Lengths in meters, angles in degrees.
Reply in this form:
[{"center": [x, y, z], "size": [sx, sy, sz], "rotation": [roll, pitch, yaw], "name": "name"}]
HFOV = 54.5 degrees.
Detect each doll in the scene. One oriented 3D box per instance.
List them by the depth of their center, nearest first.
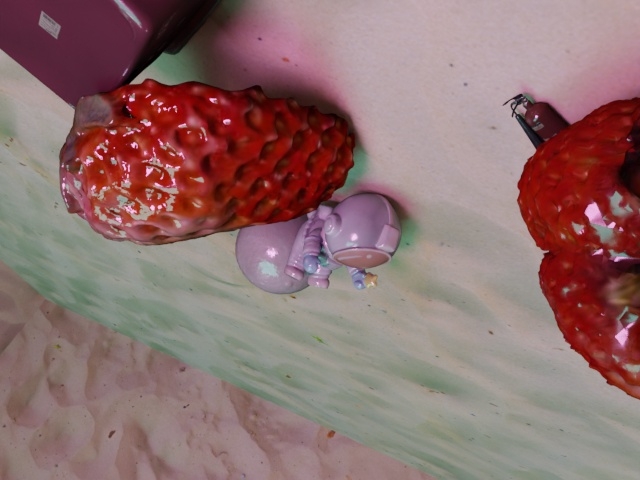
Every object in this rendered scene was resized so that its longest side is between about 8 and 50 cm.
[{"center": [0.000, 0.000, 0.892], "size": [0.287, 0.151, 0.151], "rotation": [-11, 132, 45], "name": "doll"}]

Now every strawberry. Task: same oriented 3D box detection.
[{"center": [0.293, 0.008, 0.504], "size": [0.239, 0.249, 0.288], "rotation": [-7, 172, 3], "name": "strawberry"}, {"center": [-0.116, -0.069, 0.709], "size": [0.336, 0.149, 0.265], "rotation": [-1, 171, -24], "name": "strawberry"}]

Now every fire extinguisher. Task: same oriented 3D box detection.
[{"center": [0.211, -0.108, 0.594], "size": [0.100, 0.032, 0.046], "rotation": [38, -173, -14], "name": "fire extinguisher"}]

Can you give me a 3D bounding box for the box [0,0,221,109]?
[{"center": [-0.218, -0.261, 0.619], "size": [0.193, 0.167, 0.294], "rotation": [42, 152, -18], "name": "box"}]
